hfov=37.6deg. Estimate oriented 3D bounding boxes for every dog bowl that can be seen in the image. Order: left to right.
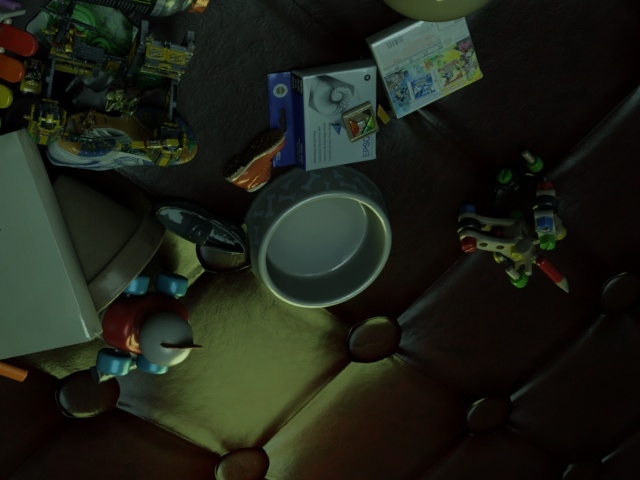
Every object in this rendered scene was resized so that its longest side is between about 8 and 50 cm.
[{"bbox_3d":[0.000,0.000,2.091,0.348,0.102,0.349,-10,125,-14],"label":"dog bowl"}]

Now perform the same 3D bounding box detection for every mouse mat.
[{"bbox_3d":[-0.428,-0.379,1.747,0.152,0.007,0.189,-41,125,10],"label":"mouse mat"}]

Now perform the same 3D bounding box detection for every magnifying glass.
[{"bbox_3d":[-0.751,0.258,2.051,0.231,0.026,0.092,28,109,-30],"label":"magnifying glass"}]

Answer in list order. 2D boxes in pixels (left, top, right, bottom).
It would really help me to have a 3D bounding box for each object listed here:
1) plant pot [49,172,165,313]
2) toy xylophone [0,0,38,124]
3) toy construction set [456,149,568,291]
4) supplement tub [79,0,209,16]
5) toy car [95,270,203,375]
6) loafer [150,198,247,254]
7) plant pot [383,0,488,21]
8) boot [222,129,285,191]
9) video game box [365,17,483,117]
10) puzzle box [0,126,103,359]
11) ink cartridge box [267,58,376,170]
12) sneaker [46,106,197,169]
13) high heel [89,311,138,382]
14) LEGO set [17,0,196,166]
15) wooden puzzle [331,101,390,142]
[{"bbox_3d":[-0.475,-0.005,1.852,0.263,0.263,0.229,-41,109,10],"label":"plant pot"},{"bbox_3d":[-0.634,-0.288,1.628,0.236,0.081,0.323,30,106,13],"label":"toy xylophone"},{"bbox_3d":[0.486,0.011,2.161,0.257,0.309,0.237,-37,132,17],"label":"toy construction set"},{"bbox_3d":[-0.342,-0.489,1.587,0.316,0.193,0.193,7,120,-23],"label":"supplement tub"},{"bbox_3d":[-0.324,0.197,1.970,0.210,0.238,0.219,7,100,-49],"label":"toy car"},{"bbox_3d":[-0.254,-0.027,1.997,0.223,0.078,0.076,21,113,-30],"label":"loafer"},{"bbox_3d":[0.241,-0.532,1.737,0.284,0.191,0.284,-5,114,-12],"label":"plant pot"},{"bbox_3d":[-0.121,-0.165,1.970,0.158,0.059,0.084,-38,130,18],"label":"boot"},{"bbox_3d":[0.217,-0.378,1.948,0.205,0.048,0.187,-26,124,-2],"label":"video game box"},{"bbox_3d":[-0.592,0.016,1.756,0.272,0.052,0.409,-12,101,20],"label":"puzzle box"},{"bbox_3d":[0.007,-0.255,1.957,0.224,0.045,0.223,-11,125,-12],"label":"ink cartridge box"},{"bbox_3d":[-0.390,-0.192,1.839,0.296,0.112,0.131,2,165,-37],"label":"sneaker"},{"bbox_3d":[-0.434,0.172,2.091,0.186,0.093,0.261,-18,114,-41],"label":"high heel"},{"bbox_3d":[-0.360,-0.279,1.665,0.331,0.255,0.192,17,156,-17],"label":"LEGO set"},{"bbox_3d":[0.085,-0.245,1.953,0.116,0.014,0.078,-31,127,-2],"label":"wooden puzzle"}]
